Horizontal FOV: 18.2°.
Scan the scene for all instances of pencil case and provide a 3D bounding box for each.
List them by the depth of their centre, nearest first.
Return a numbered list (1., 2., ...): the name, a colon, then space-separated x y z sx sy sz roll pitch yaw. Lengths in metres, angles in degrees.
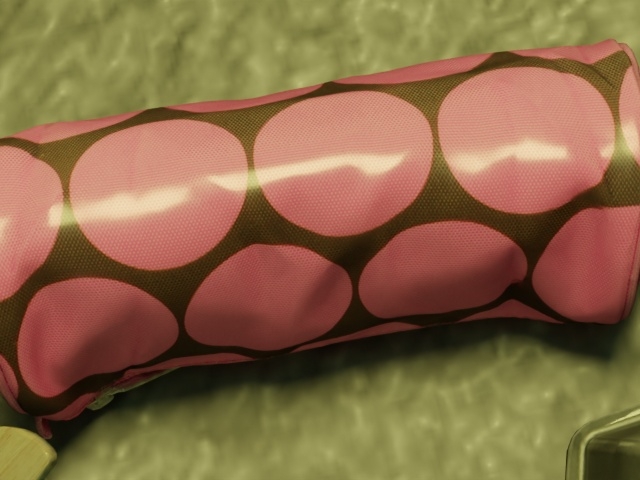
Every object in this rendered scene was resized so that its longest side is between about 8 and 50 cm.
1. pencil case: 0.000 0.000 0.610 0.209 0.098 0.095 -9 20 1

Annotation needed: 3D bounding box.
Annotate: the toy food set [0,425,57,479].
1. toy food set: -0.175 0.053 0.617 0.218 0.071 0.128 35 96 21

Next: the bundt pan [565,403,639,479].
1. bundt pan: 0.194 0.142 0.464 0.331 0.124 0.331 -1 80 5
